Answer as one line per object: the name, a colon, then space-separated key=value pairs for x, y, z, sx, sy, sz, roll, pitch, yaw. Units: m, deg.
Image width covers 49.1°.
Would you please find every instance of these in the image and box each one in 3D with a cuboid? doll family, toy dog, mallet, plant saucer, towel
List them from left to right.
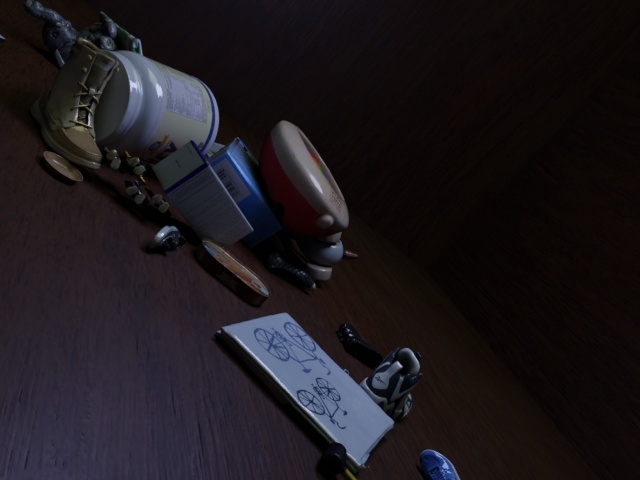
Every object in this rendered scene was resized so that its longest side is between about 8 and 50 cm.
plant saucer: x=-0.483 y=-0.133 z=1.305 sx=0.083 sy=0.015 sz=0.083 roll=41 pitch=10 yaw=-8
towel: x=-0.582 y=-0.523 z=2.085 sx=0.325 sy=0.038 sz=0.248 roll=43 pitch=-37 yaw=47
doll family: x=-0.373 y=-0.118 z=1.440 sx=0.193 sy=0.076 sz=0.111 roll=63 pitch=-16 yaw=-9
toy dog: x=0.000 y=0.000 z=2.141 sx=0.160 sy=0.220 sz=0.334 roll=10 pitch=34 yaw=-27
mallet: x=0.072 y=0.395 z=1.101 sx=0.190 sy=0.039 sz=0.062 roll=46 pitch=7 yaw=-3

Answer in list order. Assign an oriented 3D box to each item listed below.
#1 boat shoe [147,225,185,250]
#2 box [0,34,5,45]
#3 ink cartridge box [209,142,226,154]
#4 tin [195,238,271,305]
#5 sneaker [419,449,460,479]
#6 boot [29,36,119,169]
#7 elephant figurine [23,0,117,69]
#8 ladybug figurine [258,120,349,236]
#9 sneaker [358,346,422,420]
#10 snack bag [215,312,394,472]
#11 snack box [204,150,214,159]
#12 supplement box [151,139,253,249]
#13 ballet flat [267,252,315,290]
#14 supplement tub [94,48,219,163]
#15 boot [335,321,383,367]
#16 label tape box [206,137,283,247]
boat shoe: x=-0.294 y=0.000 z=1.361 sx=0.040 sy=0.049 sz=0.142 roll=42 pitch=7 yaw=-2
box: x=-0.835 y=-0.518 z=1.544 sx=0.233 sy=0.044 sz=0.159 roll=42 pitch=9 yaw=3
ink cartridge box: x=-0.280 y=-0.246 z=2.284 sx=0.208 sy=0.045 sz=0.206 roll=25 pitch=-11 yaw=42
tin: x=-0.189 y=0.069 z=1.506 sx=0.189 sy=0.040 sz=0.106 roll=40 pitch=14 yaw=-8
sneaker: x=0.235 y=0.463 z=1.344 sx=0.152 sy=0.058 sz=0.084 roll=56 pitch=8 yaw=35
boot: x=-0.474 y=-0.279 z=1.411 sx=0.095 sy=0.203 sz=0.262 roll=24 pitch=18 yaw=-50
elephant figurine: x=-0.703 y=-0.554 z=1.964 sx=0.239 sy=0.186 sz=0.169 roll=-6 pitch=-1 yaw=-27
ladybug figurine: x=-0.059 y=-0.157 z=1.936 sx=0.305 sy=0.161 sz=0.449 roll=51 pitch=9 yaw=-34
sneaker: x=0.179 y=0.307 z=1.534 sx=0.235 sy=0.153 sz=0.094 roll=28 pitch=18 yaw=-53
snack bag: x=-0.012 y=0.268 z=1.312 sx=0.342 sy=0.037 sz=0.323 roll=43 pitch=10 yaw=13
snack box: x=-0.281 y=-0.177 z=2.136 sx=0.207 sy=0.070 sz=0.174 roll=35 pitch=12 yaw=-28
supplement box: x=-0.255 y=-0.089 z=1.533 sx=0.111 sy=0.113 sz=0.220 roll=51 pitch=-5 yaw=48
ballet flat: x=-0.080 y=0.092 z=1.849 sx=0.057 sy=0.049 sz=0.173 roll=-13 pitch=-40 yaw=46
supplement tub: x=-0.413 y=-0.302 z=1.629 sx=0.235 sy=0.235 sz=0.324 roll=45 pitch=16 yaw=20
boot: x=0.097 y=0.261 z=1.762 sx=0.121 sy=0.045 sz=0.099 roll=36 pitch=8 yaw=-25
label tape box: x=-0.212 y=-0.146 z=1.966 sx=0.249 sy=0.115 sz=0.348 roll=55 pitch=6 yaw=-13
